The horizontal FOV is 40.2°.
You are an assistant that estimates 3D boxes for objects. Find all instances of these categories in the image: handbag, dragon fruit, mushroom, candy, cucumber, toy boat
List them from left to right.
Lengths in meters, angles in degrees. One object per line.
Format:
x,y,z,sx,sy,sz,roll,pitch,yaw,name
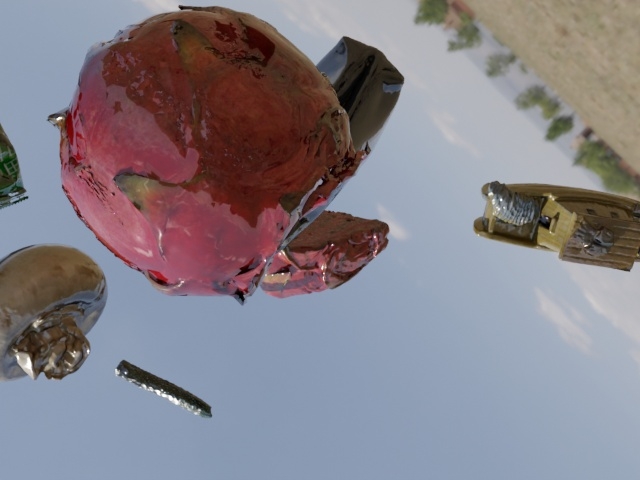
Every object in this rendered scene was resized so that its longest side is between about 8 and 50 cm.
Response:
-0.614,-0.152,1.596,0.141,0.078,0.203,-41,-65,-59,candy
-0.396,0.109,1.234,0.178,0.226,0.226,37,-167,18,mushroom
-0.365,0.350,2.051,0.256,0.044,0.043,26,-121,7,cucumber
-0.114,-0.092,0.907,0.301,0.295,0.295,44,-165,18,dragon fruit
-0.011,-0.132,1.417,0.152,0.288,0.342,30,159,3,handbag
0.000,0.000,2.079,0.302,0.330,0.240,8,-113,-83,dragon fruit
0.355,-0.016,1.133,0.321,0.089,0.121,9,-161,-10,toy boat
